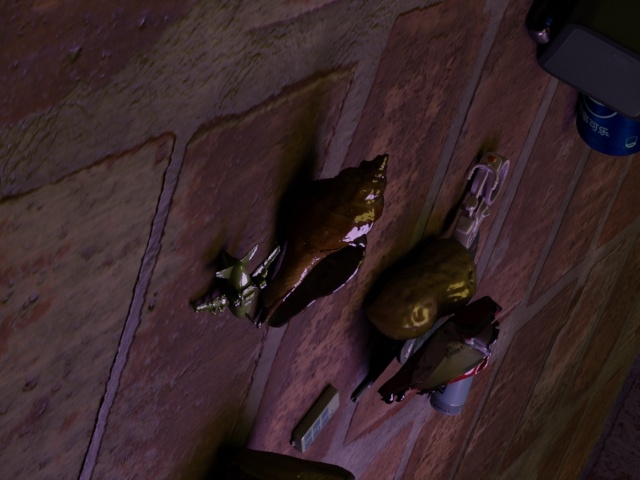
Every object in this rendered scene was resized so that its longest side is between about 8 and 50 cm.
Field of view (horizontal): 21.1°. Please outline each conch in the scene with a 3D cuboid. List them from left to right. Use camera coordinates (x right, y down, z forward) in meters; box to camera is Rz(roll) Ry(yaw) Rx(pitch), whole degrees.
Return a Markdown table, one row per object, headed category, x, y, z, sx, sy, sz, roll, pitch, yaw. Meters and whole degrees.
| category | x | y | z | sx | sy | sz | roll | pitch | yaw |
| --- | --- | --- | --- | --- | --- | --- | --- | --- | --- |
| conch | 0.003 | -0.005 | 1.687 | 0.232 | 0.086 | 0.080 | 117 | -26 | -47 |

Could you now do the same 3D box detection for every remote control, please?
| category | x | y | z | sx | sy | sz | roll | pitch | yaw |
| --- | --- | --- | --- | --- | --- | --- | --- | --- | --- |
| remote control | 0.310 | -0.335 | 2.073 | 0.212 | 0.028 | 0.059 | -61 | 160 | 0 |

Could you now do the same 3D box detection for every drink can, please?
| category | x | y | z | sx | sy | sz | roll | pitch | yaw |
| --- | --- | --- | --- | --- | --- | --- | --- | --- | --- |
| drink can | 0.427 | -0.217 | 2.411 | 0.118 | 0.118 | 0.205 | -50 | 158 | -30 |

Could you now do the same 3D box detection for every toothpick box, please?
| category | x | y | z | sx | sy | sz | roll | pitch | yaw |
| --- | --- | --- | --- | --- | --- | --- | --- | --- | --- |
| toothpick box | 0.196 | 0.210 | 2.527 | 0.052 | 0.052 | 0.083 | -36 | 148 | -52 |

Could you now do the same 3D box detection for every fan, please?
| category | x | y | z | sx | sy | sz | roll | pitch | yaw |
| --- | --- | --- | --- | --- | --- | --- | --- | --- | --- |
| fan | 0.139 | 0.112 | 2.306 | 0.294 | 0.012 | 0.223 | -58 | 163 | -8 |

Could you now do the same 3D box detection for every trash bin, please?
| category | x | y | z | sx | sy | sz | roll | pitch | yaw |
| --- | --- | --- | --- | --- | --- | --- | --- | --- | --- |
| trash bin | 0.424 | -0.348 | 2.110 | 0.343 | 0.158 | 0.223 | -63 | 180 | -9 |

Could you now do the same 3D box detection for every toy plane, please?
| category | x | y | z | sx | sy | sz | roll | pitch | yaw |
| --- | --- | --- | --- | --- | --- | --- | --- | --- | --- |
| toy plane | -0.076 | 0.045 | 1.604 | 0.102 | 0.040 | 0.111 | -33 | 150 | -19 |

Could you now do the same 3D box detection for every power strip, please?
| category | x | y | z | sx | sy | sz | roll | pitch | yaw |
| --- | --- | --- | --- | --- | --- | --- | --- | --- | --- |
| power strip | -0.005 | 0.216 | 2.069 | 0.090 | 0.016 | 0.040 | -51 | 158 | -27 |

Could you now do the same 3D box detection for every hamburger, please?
| category | x | y | z | sx | sy | sz | roll | pitch | yaw |
| --- | --- | --- | --- | --- | --- | --- | --- | --- | --- |
| hamburger | -0.045 | 0.298 | 1.875 | 0.185 | 0.159 | 0.131 | 25 | 80 | -81 |

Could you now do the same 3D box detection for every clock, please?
| category | x | y | z | sx | sy | sz | roll | pitch | yaw |
| --- | --- | --- | --- | --- | --- | --- | --- | --- | --- |
| clock | 0.201 | -0.054 | 2.177 | 0.129 | 0.041 | 0.087 | -63 | 166 | -9 |

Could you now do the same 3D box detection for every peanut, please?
| category | x | y | z | sx | sy | sz | roll | pitch | yaw |
| --- | --- | --- | --- | --- | --- | --- | --- | --- | --- |
| peanut | 0.131 | 0.058 | 2.096 | 0.214 | 0.099 | 0.099 | -26 | 141 | -51 |

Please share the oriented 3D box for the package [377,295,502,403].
| category | x | y | z | sx | sy | sz | roll | pitch | yaw |
| --- | --- | --- | --- | --- | --- | --- | --- | --- | --- |
| package | 0.156 | 0.140 | 2.117 | 0.194 | 0.071 | 0.269 | -31 | 178 | -3 |
